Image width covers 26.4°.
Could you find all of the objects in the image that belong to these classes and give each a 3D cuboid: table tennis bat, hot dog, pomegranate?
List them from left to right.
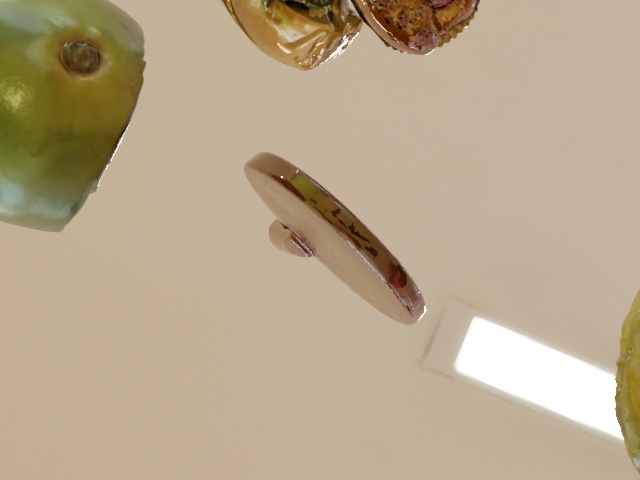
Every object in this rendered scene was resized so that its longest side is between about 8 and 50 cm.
[{"bbox_3d":[-0.244,-0.124,1.074,0.159,0.241,0.190,24,-73,-20],"label":"pomegranate"},{"bbox_3d":[-0.027,-0.166,0.637,0.068,0.249,0.100,28,-70,-33],"label":"hot dog"},{"bbox_3d":[0.000,0.000,1.219,0.038,0.310,0.200,-45,-80,-7],"label":"table tennis bat"},{"bbox_3d":[0.065,-0.241,1.177,0.108,0.059,0.191,-41,-55,2],"label":"hot dog"}]

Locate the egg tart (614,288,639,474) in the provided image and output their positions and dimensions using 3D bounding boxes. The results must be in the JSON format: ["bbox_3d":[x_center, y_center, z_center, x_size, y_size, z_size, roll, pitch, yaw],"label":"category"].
[{"bbox_3d":[0.375,0.117,1.059,0.294,0.123,0.294,1,-104,-3],"label":"egg tart"}]
